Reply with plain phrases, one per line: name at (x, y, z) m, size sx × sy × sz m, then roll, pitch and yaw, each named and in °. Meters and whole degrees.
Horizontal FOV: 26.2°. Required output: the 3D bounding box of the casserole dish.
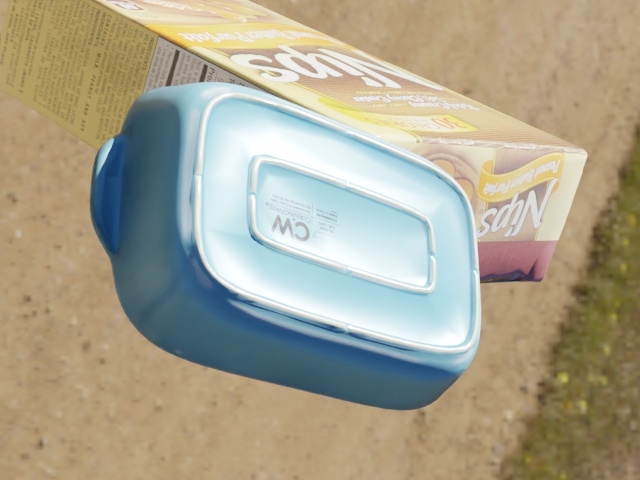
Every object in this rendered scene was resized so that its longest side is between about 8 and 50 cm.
casserole dish at (0.000, 0.000, 0.538) m, size 0.188 × 0.037 × 0.114 m, roll 18°, pitch 60°, yaw -34°

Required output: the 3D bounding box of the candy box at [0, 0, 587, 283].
candy box at (-0.029, -0.072, 0.800) m, size 0.183 × 0.316 × 0.087 m, roll -1°, pitch 113°, yaw -46°
